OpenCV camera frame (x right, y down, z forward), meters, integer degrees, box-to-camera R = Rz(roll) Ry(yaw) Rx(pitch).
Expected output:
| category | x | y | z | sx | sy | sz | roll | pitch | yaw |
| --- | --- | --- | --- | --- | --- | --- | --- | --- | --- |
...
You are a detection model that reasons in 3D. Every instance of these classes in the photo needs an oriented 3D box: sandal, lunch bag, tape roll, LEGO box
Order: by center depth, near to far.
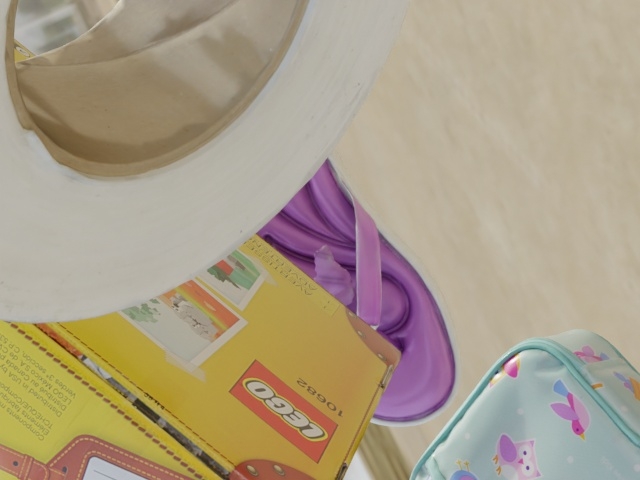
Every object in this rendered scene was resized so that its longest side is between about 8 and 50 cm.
| category | x | y | z | sx | sy | sz | roll | pitch | yaw |
| --- | --- | --- | --- | --- | --- | --- | --- | --- | --- |
| tape roll | -0.085 | -0.111 | 0.506 | 0.100 | 0.286 | 0.286 | 37 | 159 | 31 |
| LEGO box | -0.212 | 0.040 | 0.861 | 0.500 | 0.193 | 0.372 | 39 | -164 | 2 |
| lunch bag | 0.210 | 0.229 | 1.015 | 0.107 | 0.224 | 0.279 | 1 | -138 | -52 |
| sandal | -0.013 | 0.008 | 1.276 | 0.416 | 0.169 | 0.102 | 58 | -167 | 2 |
